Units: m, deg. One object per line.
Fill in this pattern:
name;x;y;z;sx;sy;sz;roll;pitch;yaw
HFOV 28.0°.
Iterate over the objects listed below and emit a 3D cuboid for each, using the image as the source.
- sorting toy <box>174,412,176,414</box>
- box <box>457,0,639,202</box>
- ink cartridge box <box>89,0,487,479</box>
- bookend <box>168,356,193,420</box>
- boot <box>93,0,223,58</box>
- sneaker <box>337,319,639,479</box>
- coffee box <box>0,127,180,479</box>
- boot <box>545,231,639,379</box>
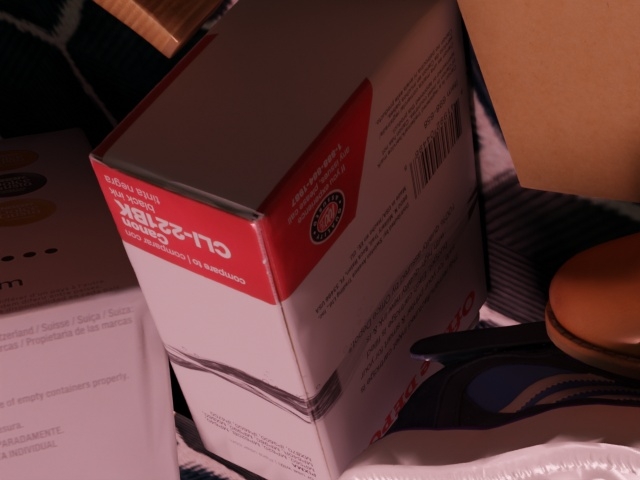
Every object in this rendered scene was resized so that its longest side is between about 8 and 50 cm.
sorting toy;-0.185;0.153;1.307;0.075;0.045;0.083;36;150;18
box;0.149;-0.098;0.647;0.164;0.021;0.201;10;140;38
ink cartridge box;0.000;0.000;0.758;0.114;0.197;0.273;20;145;28
bookend;-0.113;0.082;1.105;0.157;0.072;0.156;22;145;26
boot;-0.114;-0.222;0.671;0.211;0.104;0.295;42;153;-8
sneaker;0.185;0.103;0.695;0.323;0.236;0.130;-6;108;45
coffee box;-0.289;0.147;0.913;0.334;0.338;0.338;-129;31;-62
boot;0.201;-0.048;0.555;0.283;0.109;0.220;-6;125;38
